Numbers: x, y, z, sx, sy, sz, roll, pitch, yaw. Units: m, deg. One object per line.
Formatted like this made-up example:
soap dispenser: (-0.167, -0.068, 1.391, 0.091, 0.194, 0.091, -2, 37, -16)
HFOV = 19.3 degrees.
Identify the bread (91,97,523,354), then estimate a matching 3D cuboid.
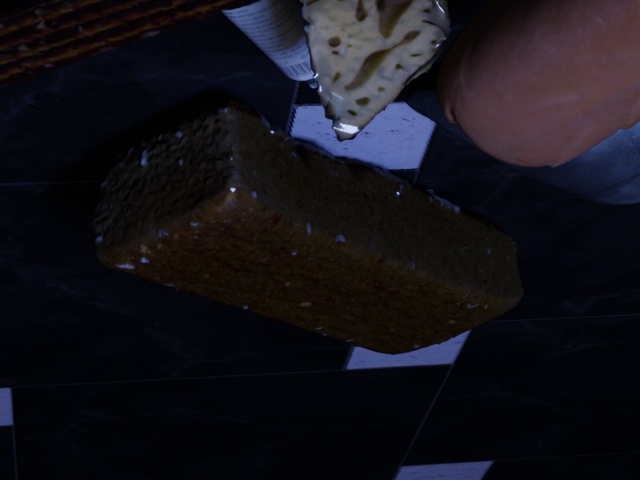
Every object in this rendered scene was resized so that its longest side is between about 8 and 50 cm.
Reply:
bread: (0.000, 0.000, 1.612, 0.165, 0.113, 0.416, -22, 153, 33)

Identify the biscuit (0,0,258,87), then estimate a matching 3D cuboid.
biscuit: (-0.085, -0.196, 1.161, 0.388, 0.107, 0.073, -15, 151, 19)

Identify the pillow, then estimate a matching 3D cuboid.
pillow: (0.215, -0.093, 1.465, 0.250, 0.106, 0.186, 17, 157, -38)

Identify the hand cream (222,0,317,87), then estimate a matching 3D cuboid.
hand cream: (-0.041, -0.167, 1.326, 0.067, 0.042, 0.194, -8, 152, 24)

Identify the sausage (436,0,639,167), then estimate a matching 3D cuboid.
sausage: (0.193, -0.142, 1.144, 0.121, 0.121, 0.304, 11, 150, -34)

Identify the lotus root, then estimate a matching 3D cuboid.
lotus root: (0.033, -0.166, 1.234, 0.095, 0.135, 0.159, -5, 146, 1)
